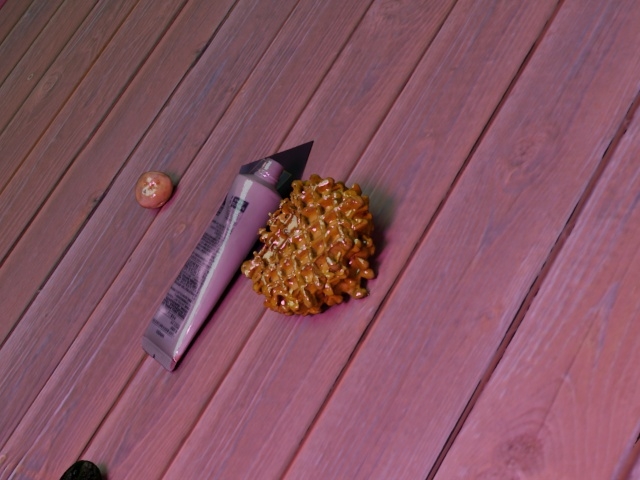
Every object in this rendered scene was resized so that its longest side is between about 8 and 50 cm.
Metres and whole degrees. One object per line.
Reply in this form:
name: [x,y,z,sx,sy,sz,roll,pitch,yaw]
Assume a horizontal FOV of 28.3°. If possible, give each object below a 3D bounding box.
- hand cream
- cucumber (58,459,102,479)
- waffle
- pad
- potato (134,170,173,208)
hand cream: [-0.151,0.030,1.858,0.340,0.078,0.124,-59,33,-3]
cucumber: [-0.335,0.388,1.671,0.074,0.074,0.241,-29,35,28]
waffle: [-0.016,0.007,1.671,0.197,0.070,0.193,-6,62,38]
pad: [-0.099,-0.043,1.925,0.164,0.004,0.243,-17,43,40]
potato: [-0.284,-0.087,2.154,0.068,0.062,0.083,-35,9,-7]
